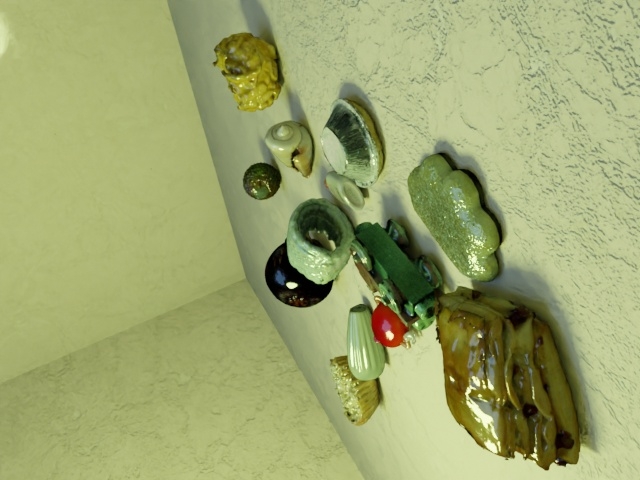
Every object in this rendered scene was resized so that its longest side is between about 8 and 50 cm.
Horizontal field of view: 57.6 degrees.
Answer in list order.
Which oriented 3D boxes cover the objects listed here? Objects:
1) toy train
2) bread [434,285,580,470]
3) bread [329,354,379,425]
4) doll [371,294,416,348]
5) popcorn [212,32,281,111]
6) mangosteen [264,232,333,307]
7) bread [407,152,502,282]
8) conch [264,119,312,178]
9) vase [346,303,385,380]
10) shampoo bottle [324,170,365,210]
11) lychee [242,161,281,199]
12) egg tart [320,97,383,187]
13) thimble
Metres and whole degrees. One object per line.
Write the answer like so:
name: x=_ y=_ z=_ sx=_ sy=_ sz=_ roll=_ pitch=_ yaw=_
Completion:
toy train: x=0.187 y=0.092 z=1.433 sx=0.304 sy=0.150 sz=0.222 roll=55 pitch=171 yaw=34
bread: x=0.331 y=0.267 z=1.116 sx=0.325 sy=0.166 sz=0.277 roll=69 pitch=164 yaw=-12
bread: x=0.135 y=0.567 z=2.237 sx=0.274 sy=0.149 sz=0.274 roll=162 pitch=90 yaw=-78
doll: x=0.209 y=0.228 z=1.645 sx=0.183 sy=0.085 sz=0.217 roll=53 pitch=142 yaw=36
popcorn: x=-0.224 y=-0.526 z=1.824 sx=0.250 sy=0.189 sz=0.250 roll=50 pitch=159 yaw=28
mangosteen: x=-0.072 y=0.092 z=2.136 sx=0.275 sy=0.274 sz=0.303 roll=94 pitch=-178 yaw=-59
bread: x=0.256 y=-0.058 z=1.128 sx=0.287 sy=0.056 sz=0.207 roll=56 pitch=163 yaw=30
conch: x=-0.080 y=-0.298 z=1.847 sx=0.158 sy=0.127 sz=0.255 roll=30 pitch=175 yaw=18
vase: x=0.144 y=0.337 z=1.945 sx=0.128 sy=0.128 sz=0.248 roll=-151 pitch=49 yaw=-66
shampoo bottle: x=0.058 y=-0.148 z=1.635 sx=0.108 sy=0.051 sz=0.221 roll=52 pitch=178 yaw=-21
lychee: x=-0.237 y=-0.242 z=2.340 sx=0.171 sy=0.171 sz=0.171 roll=58 pitch=162 yaw=31
egg tart: x=0.068 y=-0.235 z=1.433 sx=0.234 sy=0.094 sz=0.234 roll=55 pitch=158 yaw=34
thimble: x=0.000 y=0.000 z=1.783 sx=0.172 sy=0.204 sz=0.250 roll=104 pitch=158 yaw=-56
